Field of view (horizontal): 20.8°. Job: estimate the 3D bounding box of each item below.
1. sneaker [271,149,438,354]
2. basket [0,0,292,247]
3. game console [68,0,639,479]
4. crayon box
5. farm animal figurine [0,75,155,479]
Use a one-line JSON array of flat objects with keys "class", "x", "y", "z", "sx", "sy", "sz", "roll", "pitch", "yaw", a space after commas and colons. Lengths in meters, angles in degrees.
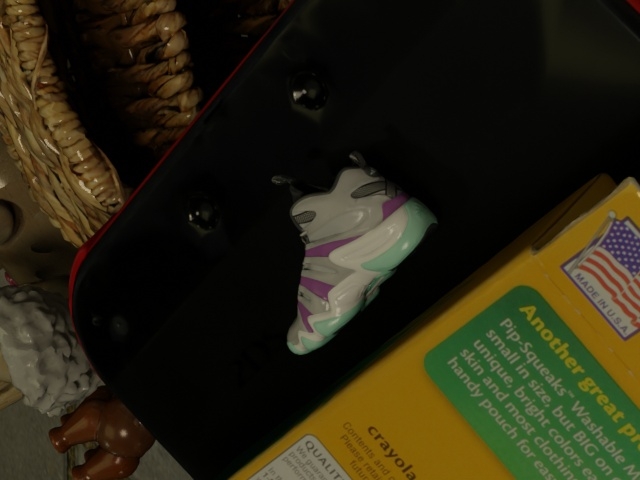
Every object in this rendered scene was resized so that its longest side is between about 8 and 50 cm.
[{"class": "sneaker", "x": 0.000, "y": 0.000, "z": 0.767, "sx": 0.069, "sy": 0.038, "sz": 0.098, "roll": 45, "pitch": 120, "yaw": 6}, {"class": "basket", "x": -0.065, "y": -0.144, "z": 0.948, "sx": 0.223, "sy": 0.213, "sz": 0.299, "roll": 1, "pitch": 102, "yaw": 58}, {"class": "game console", "x": 0.072, "y": 0.043, "z": 0.804, "sx": 0.342, "sy": 0.060, "sz": 0.386, "roll": 46, "pitch": 130, "yaw": 3}, {"class": "crayon box", "x": 0.099, "y": 0.118, "z": 0.736, "sx": 0.203, "sy": 0.083, "sz": 0.323, "roll": 49, "pitch": 130, "yaw": 0}, {"class": "farm animal figurine", "x": -0.174, "y": -0.014, "z": 1.200, "sx": 0.330, "sy": 0.172, "sz": 0.327, "roll": 62, "pitch": -173, "yaw": 22}]
